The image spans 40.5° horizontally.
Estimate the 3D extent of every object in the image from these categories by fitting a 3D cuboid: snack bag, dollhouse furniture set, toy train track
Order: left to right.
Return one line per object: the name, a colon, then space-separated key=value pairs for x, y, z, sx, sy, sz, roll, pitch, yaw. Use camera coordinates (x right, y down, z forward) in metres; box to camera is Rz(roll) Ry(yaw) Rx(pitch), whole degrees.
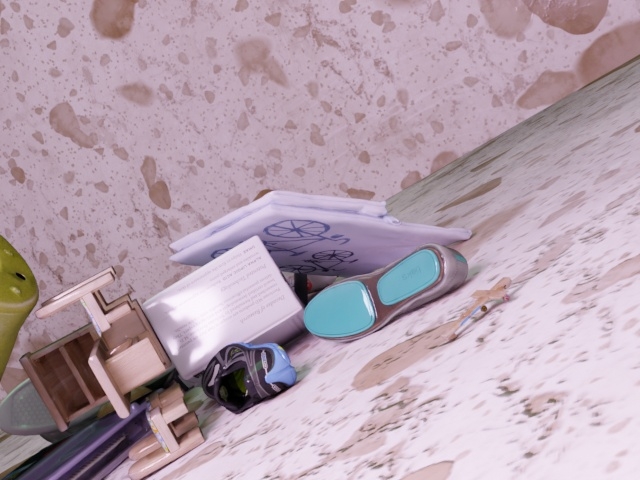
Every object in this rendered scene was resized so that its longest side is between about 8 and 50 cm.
dollhouse furniture set: x=-0.266 y=0.160 z=1.022 sx=0.161 sy=0.212 sz=0.242 roll=-29 pitch=7 yaw=-10
snack bag: x=0.000 y=0.000 z=1.240 sx=0.343 sy=0.037 sz=0.323 roll=7 pitch=-17 yaw=-31
toy train track: x=0.140 y=0.063 z=0.763 sx=0.083 sy=0.014 sz=0.048 roll=-39 pitch=13 yaw=-20

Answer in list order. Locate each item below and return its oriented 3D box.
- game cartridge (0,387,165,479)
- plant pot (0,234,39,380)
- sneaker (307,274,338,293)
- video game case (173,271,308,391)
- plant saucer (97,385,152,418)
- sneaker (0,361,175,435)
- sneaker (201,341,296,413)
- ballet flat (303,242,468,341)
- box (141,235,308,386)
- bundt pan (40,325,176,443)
game cartridge: x=-0.369 y=0.323 z=1.132 sx=0.230 sy=0.068 sz=0.355 roll=-25 pitch=6 yaw=31
plant pot: x=-0.502 y=0.126 z=0.929 sx=0.353 sy=0.366 sz=0.366 roll=-52 pitch=1 yaw=7
sneaker: x=-0.078 y=0.098 z=1.624 sx=0.270 sy=0.090 sz=0.145 roll=-18 pitch=24 yaw=50
video game case: x=-0.131 y=0.114 z=1.488 sx=0.248 sy=0.035 sz=0.275 roll=-35 pitch=19 yaw=12
plant saucer: x=-0.276 y=0.223 z=1.209 sx=0.083 sy=0.015 sz=0.083 roll=-28 pitch=-3 yaw=-2
sneaker: x=-0.365 y=0.256 z=1.382 sx=0.296 sy=0.104 sz=0.146 roll=-21 pitch=-27 yaw=-31
sneaker: x=-0.099 y=0.159 z=1.005 sx=0.078 sy=0.067 sz=0.188 roll=-26 pitch=3 yaw=-31
ballet flat: x=0.076 y=0.065 z=0.985 sx=0.213 sy=0.072 sz=0.068 roll=-28 pitch=-23 yaw=36
box: x=-0.120 y=0.104 z=1.184 sx=0.182 sy=0.119 sz=0.181 roll=-31 pitch=-14 yaw=-3
bundt pan: x=-0.401 y=0.269 z=1.623 sx=0.331 sy=0.124 sz=0.331 roll=-30 pitch=3 yaw=2
